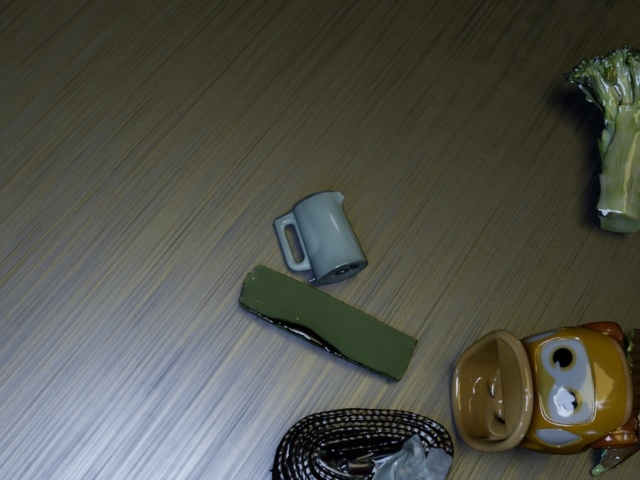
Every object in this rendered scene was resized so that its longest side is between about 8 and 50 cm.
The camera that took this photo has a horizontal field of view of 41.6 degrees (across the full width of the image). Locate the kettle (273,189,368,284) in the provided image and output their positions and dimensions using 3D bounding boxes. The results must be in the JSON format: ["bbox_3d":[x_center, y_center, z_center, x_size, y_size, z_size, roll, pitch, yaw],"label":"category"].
[{"bbox_3d":[0.005,-0.001,1.503,0.098,0.127,0.148,-2,63,-47],"label":"kettle"}]

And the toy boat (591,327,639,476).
[{"bbox_3d":[0.566,0.289,1.502,0.108,0.099,0.293,38,63,-24],"label":"toy boat"}]

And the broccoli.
[{"bbox_3d":[0.631,-0.200,1.655,0.252,0.221,0.361,-7,82,-7],"label":"broccoli"}]

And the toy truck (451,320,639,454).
[{"bbox_3d":[0.370,0.249,1.389,0.212,0.288,0.204,6,69,-22],"label":"toy truck"}]

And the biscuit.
[{"bbox_3d":[0.010,0.145,1.468,0.322,0.038,0.099,25,63,-1],"label":"biscuit"}]

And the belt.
[{"bbox_3d":[0.069,0.358,1.332,0.289,0.164,0.184,-2,61,-12],"label":"belt"}]
